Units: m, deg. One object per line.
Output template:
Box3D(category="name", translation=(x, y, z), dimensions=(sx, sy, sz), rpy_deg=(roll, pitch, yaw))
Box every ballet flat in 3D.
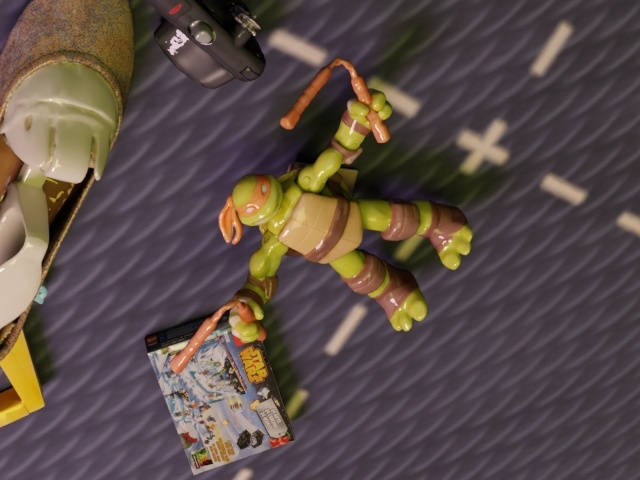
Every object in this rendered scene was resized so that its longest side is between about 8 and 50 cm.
Box3D(category="ballet flat", translation=(-0.206, -0.040, 1.231), dimensions=(0.107, 0.106, 0.316), rpy_deg=(16, 106, -28))

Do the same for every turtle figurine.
Box3D(category="turtle figurine", translation=(0.000, 0.000, 1.325), dimensions=(0.217, 0.087, 0.269), rpy_deg=(23, 98, -36))

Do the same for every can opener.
Box3D(category="can opener", translation=(-0.106, -0.174, 1.219), dimensions=(0.073, 0.059, 0.186), rpy_deg=(-39, 130, 9))

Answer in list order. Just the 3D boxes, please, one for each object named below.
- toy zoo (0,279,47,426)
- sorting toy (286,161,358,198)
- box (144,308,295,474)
Box3D(category="toy zoo", translation=(-0.350, 0.096, 1.336), dimensions=(0.293, 0.030, 0.192), rpy_deg=(-23, 123, 0))
Box3D(category="sorting toy", translation=(-0.007, -0.023, 1.369), dimensions=(0.062, 0.012, 0.083), rpy_deg=(5, 114, -23))
Box3D(category="box", translation=(-0.083, 0.126, 1.426), dimensions=(0.094, 0.027, 0.137), rpy_deg=(-18, 122, -3))
